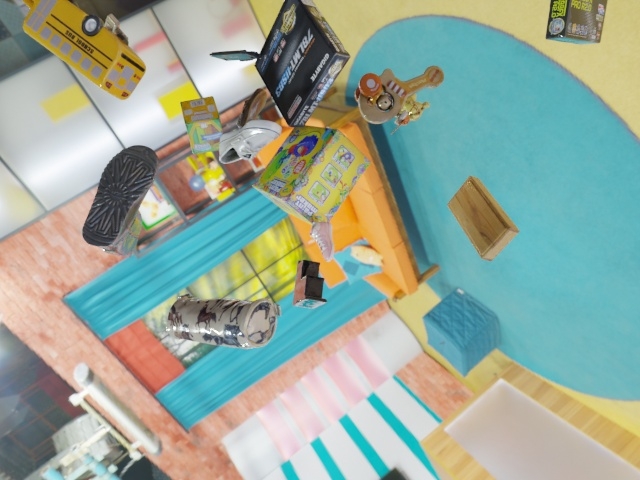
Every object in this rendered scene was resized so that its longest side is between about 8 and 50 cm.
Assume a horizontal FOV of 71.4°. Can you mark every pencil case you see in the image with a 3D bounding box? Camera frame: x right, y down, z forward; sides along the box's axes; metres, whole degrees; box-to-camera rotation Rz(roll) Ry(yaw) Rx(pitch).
[{"bbox_3d":[-0.333,0.267,1.518,0.410,0.183,0.160,-3,121,33],"label":"pencil case"}]

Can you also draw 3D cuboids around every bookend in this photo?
[{"bbox_3d":[-0.029,0.128,1.430,0.156,0.072,0.157,138,140,-66],"label":"bookend"}]

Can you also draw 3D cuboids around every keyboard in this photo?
[{"bbox_3d":[-0.279,-0.623,1.498,0.180,0.108,0.023,16,104,37],"label":"keyboard"}]

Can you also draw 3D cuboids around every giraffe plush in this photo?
[{"bbox_3d":[0.458,-0.683,2.265,0.170,0.181,0.210,44,-160,23],"label":"giraffe plush"}]

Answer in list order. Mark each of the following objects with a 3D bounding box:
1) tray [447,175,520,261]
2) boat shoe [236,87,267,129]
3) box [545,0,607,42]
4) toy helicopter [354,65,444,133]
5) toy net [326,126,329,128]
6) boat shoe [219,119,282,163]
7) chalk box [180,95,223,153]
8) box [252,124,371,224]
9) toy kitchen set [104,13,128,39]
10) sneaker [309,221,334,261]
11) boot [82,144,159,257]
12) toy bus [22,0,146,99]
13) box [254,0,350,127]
[{"bbox_3d":[0.786,-0.116,2.194,0.203,0.076,0.411,-59,33,34],"label":"tray"},{"bbox_3d":[-0.283,-0.527,1.786,0.073,0.073,0.207,49,126,18],"label":"boat shoe"},{"bbox_3d":[0.774,-0.710,1.328,0.060,0.270,0.216,21,117,46],"label":"box"},{"bbox_3d":[0.318,-0.555,1.704,0.140,0.355,0.235,171,74,-86],"label":"toy helicopter"},{"bbox_3d":[0.035,-0.372,1.858,0.122,0.045,0.232,24,-130,-65],"label":"toy net"},{"bbox_3d":[-0.215,-0.282,1.307,0.267,0.088,0.096,-3,165,41],"label":"boat shoe"},{"bbox_3d":[-0.456,-0.432,1.748,0.213,0.132,0.132,94,158,-58],"label":"chalk box"},{"bbox_3d":[-0.037,-0.221,1.501,0.177,0.279,0.290,37,175,-34],"label":"box"},{"bbox_3d":[-0.593,-0.568,1.245,0.068,0.075,0.083,48,146,-16],"label":"toy kitchen set"},{"bbox_3d":[0.000,0.000,1.331,0.051,0.070,0.134,-48,37,49],"label":"sneaker"},{"bbox_3d":[-0.688,-0.120,1.606,0.146,0.367,0.445,28,167,-8],"label":"boot"},{"bbox_3d":[-0.576,-0.485,1.059,0.332,0.130,0.108,36,-174,10],"label":"toy bus"},{"bbox_3d":[-0.071,-0.563,1.397,0.295,0.073,0.293,-47,62,43],"label":"box"}]
